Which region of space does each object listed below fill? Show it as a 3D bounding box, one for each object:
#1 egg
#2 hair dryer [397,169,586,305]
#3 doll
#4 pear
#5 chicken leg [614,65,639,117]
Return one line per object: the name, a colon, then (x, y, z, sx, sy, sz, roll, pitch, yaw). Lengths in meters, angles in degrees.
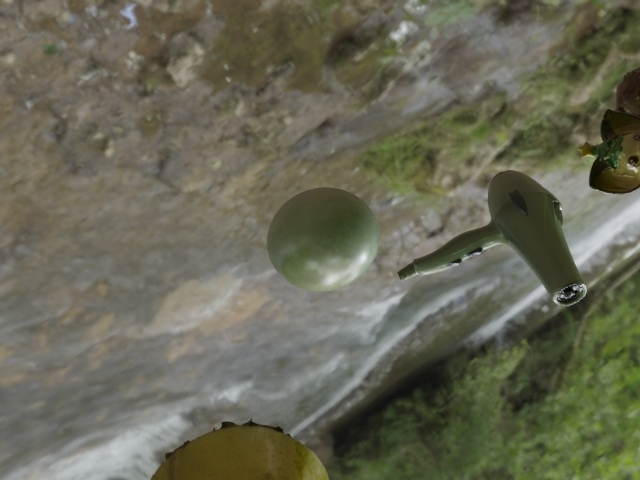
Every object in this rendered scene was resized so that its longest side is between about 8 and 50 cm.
egg: (0.000, 0.000, 0.885, 0.114, 0.114, 0.152, -28, -177, -35)
hair dryer: (0.317, 0.034, 1.363, 0.298, 0.296, 0.119, -42, 129, -3)
doll: (0.298, -0.072, 0.723, 0.076, 0.113, 0.078, 24, 78, -46)
pear: (-0.102, 0.361, 0.925, 0.267, 0.267, 0.178, -40, -171, 5)
chicken leg: (0.463, -0.130, 1.024, 0.087, 0.252, 0.107, 3, 145, -27)
